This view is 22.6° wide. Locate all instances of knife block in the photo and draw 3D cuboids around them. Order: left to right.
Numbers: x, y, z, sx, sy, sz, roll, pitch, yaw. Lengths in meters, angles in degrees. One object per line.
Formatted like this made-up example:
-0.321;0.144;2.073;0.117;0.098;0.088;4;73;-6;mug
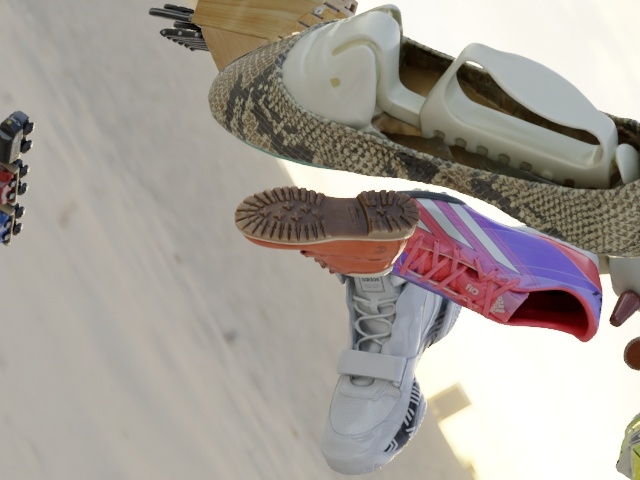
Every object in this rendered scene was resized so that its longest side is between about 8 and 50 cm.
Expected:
-0.110;-0.353;2.292;0.088;0.275;0.242;19;43;-57;knife block

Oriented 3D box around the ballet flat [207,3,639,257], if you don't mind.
0.117;-0.128;1.509;0.482;0.164;0.182;19;-29;14;ballet flat

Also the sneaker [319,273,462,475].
0.068;0.119;2.132;0.137;0.366;0.210;2;-42;33;sneaker

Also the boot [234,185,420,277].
0.000;0.000;1.372;0.085;0.158;0.059;110;-21;-50;boot

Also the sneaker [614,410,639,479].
0.453;0.256;1.895;0.145;0.147;0.385;36;-3;2;sneaker

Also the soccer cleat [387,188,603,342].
0.166;0.030;1.756;0.116;0.318;0.109;-93;-157;-45;soccer cleat

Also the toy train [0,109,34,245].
-0.283;-0.051;1.448;0.027;0.036;0.158;34;-44;17;toy train

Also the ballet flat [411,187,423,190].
0.109;-0.031;2.302;0.041;0.114;0.041;48;19;-22;ballet flat

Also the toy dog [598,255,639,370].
0.427;0.095;1.872;0.333;0.161;0.220;35;-26;-14;toy dog
